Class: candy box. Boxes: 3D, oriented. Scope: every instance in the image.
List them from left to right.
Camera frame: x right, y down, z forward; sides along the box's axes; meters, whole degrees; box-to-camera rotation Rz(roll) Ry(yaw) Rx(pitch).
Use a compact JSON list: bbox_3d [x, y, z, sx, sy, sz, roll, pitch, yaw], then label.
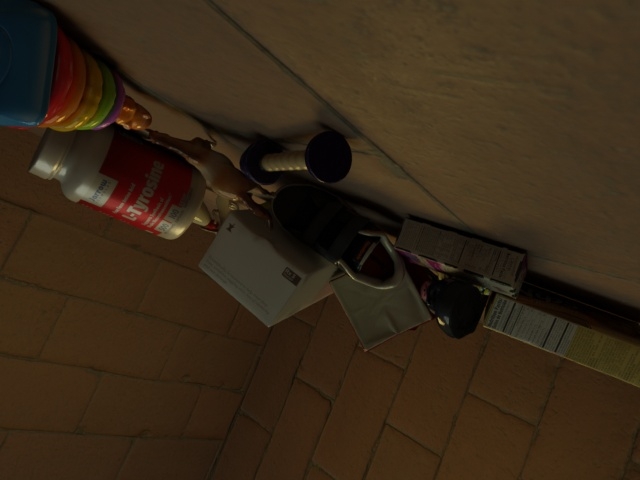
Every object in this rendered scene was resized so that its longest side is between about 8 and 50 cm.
[{"bbox_3d":[0.279,0.035,1.014,0.234,0.071,0.159,20,176,25],"label":"candy box"},{"bbox_3d":[0.519,0.181,1.102,0.317,0.087,0.183,20,-164,15],"label":"candy box"}]

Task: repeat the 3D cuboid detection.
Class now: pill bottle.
[{"bbox_3d":[-0.541,-0.175,1.397,0.408,0.228,0.229,26,173,-34],"label":"pill bottle"}]

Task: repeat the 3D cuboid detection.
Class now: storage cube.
[{"bbox_3d":[0.166,0.132,1.244,0.214,0.184,0.193,63,-161,8],"label":"storage cube"}]

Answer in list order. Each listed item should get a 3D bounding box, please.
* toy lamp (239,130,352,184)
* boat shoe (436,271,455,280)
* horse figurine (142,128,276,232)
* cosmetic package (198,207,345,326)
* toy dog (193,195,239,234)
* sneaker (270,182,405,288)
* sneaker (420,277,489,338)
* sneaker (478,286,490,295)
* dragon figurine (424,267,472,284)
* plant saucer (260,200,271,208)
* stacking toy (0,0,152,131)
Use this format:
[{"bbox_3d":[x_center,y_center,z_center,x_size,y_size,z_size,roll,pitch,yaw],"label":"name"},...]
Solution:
[{"bbox_3d":[-0.056,-0.125,0.804,0.080,0.080,0.275,26,171,-29],"label":"toy lamp"},{"bbox_3d":[0.332,0.081,1.318,0.049,0.056,0.152,25,176,31],"label":"boat shoe"},{"bbox_3d":[-0.183,-0.125,0.964,0.263,0.066,0.174,43,-169,12],"label":"horse figurine"},{"bbox_3d":[-0.073,0.039,1.204,0.217,0.156,0.385,39,-161,16],"label":"cosmetic package"},{"bbox_3d":[-0.419,-0.117,1.857,0.334,0.219,0.161,17,145,-23],"label":"toy dog"},{"bbox_3d":[0.044,-0.012,1.054,0.321,0.126,0.127,32,-175,-8],"label":"sneaker"},{"bbox_3d":[0.252,0.126,1.044,0.131,0.112,0.319,24,179,25],"label":"sneaker"},{"bbox_3d":[0.458,0.133,1.357,0.078,0.066,0.188,-3,163,21],"label":"sneaker"},{"bbox_3d":[0.399,0.149,1.541,0.290,0.085,0.144,23,175,10],"label":"dragon figurine"},{"bbox_3d":[-0.090,-0.071,1.564,0.189,0.045,0.188,25,174,-28],"label":"plant saucer"},{"bbox_3d":[-0.371,-0.228,0.800,0.175,0.165,0.302,7,180,23],"label":"stacking toy"}]
